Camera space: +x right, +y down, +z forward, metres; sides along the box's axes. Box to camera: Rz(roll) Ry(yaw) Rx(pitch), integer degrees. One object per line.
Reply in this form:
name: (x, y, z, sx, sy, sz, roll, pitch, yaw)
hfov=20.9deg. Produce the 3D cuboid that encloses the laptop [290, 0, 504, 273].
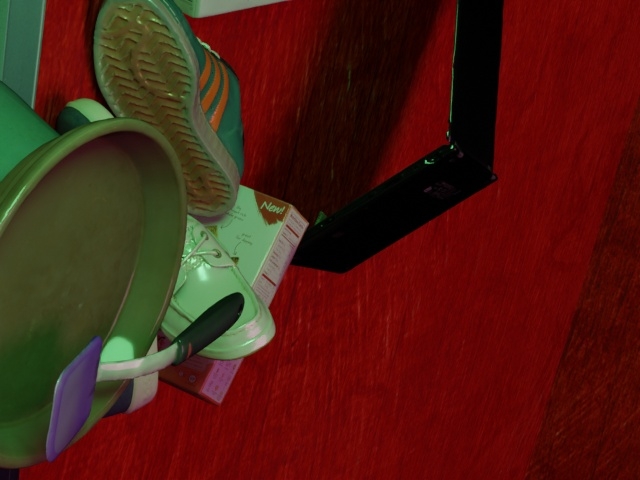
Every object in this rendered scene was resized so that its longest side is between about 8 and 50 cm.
laptop: (0.100, -0.163, 2.238, 0.408, 0.236, 0.382, -32, 170, 10)

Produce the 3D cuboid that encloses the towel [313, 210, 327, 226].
towel: (0.000, 0.000, 2.342, 0.060, 0.009, 0.083, -62, 155, -12)

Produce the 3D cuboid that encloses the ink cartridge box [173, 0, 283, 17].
ink cartridge box: (-0.052, -0.358, 1.833, 0.224, 0.045, 0.223, -18, 126, -43)

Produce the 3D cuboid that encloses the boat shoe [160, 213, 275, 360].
boat shoe: (-0.143, 0.025, 1.772, 0.098, 0.277, 0.096, -28, 130, -22)

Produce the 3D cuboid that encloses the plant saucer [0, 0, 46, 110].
plant saucer: (-0.284, -0.153, 1.604, 0.067, 0.018, 0.192, -29, 136, -55)

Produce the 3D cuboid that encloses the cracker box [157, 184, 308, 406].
cracker box: (-0.135, 0.046, 1.914, 0.232, 0.156, 0.067, -64, 155, -11)

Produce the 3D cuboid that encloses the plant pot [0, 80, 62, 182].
plant pot: (-0.311, -0.026, 1.359, 0.271, 0.255, 0.271, -46, 148, -41)

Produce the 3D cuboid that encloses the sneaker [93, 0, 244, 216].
sneaker: (-0.151, -0.165, 1.791, 0.302, 0.108, 0.121, 71, 21, -45)

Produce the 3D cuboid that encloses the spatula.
spatula: (-0.136, 0.094, 1.379, 0.296, 0.030, 0.084, -27, 135, -57)

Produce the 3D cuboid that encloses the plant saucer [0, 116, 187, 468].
plant saucer: (-0.193, 0.036, 1.294, 0.278, 0.041, 0.277, -46, 147, -42)

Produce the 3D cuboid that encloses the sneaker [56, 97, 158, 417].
sneaker: (-0.250, 0.036, 1.718, 0.148, 0.131, 0.350, -19, 119, -31)

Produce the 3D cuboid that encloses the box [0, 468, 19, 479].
box: (-0.377, 0.239, 1.638, 0.184, 0.103, 0.261, -37, 141, -54)
